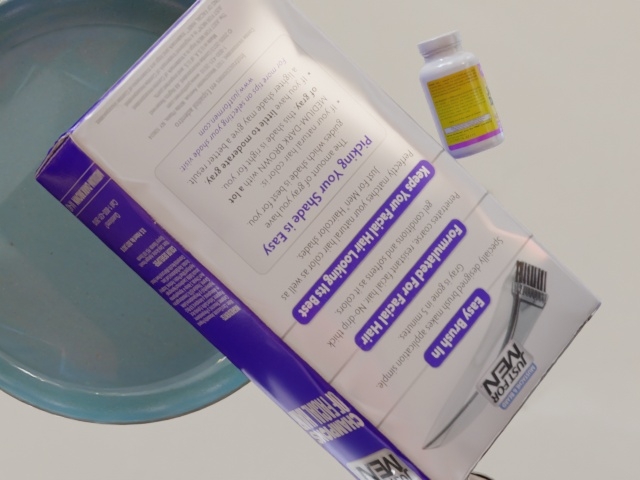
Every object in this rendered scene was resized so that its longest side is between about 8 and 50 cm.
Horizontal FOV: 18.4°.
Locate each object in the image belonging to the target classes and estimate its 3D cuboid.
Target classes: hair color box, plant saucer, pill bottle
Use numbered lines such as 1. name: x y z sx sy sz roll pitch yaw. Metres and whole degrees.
1. hair color box: 0.000 0.000 1.315 0.339 0.185 0.110 43 -25 -4
2. plant saucer: -0.145 -0.028 1.393 0.317 0.318 0.043 13 -12 -16
3. pill bottle: 0.094 -0.100 1.348 0.043 0.083 0.043 -19 6 2

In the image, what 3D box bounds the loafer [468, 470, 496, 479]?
1. loafer: 0.093 0.185 1.428 0.125 0.039 0.045 32 -61 -21
